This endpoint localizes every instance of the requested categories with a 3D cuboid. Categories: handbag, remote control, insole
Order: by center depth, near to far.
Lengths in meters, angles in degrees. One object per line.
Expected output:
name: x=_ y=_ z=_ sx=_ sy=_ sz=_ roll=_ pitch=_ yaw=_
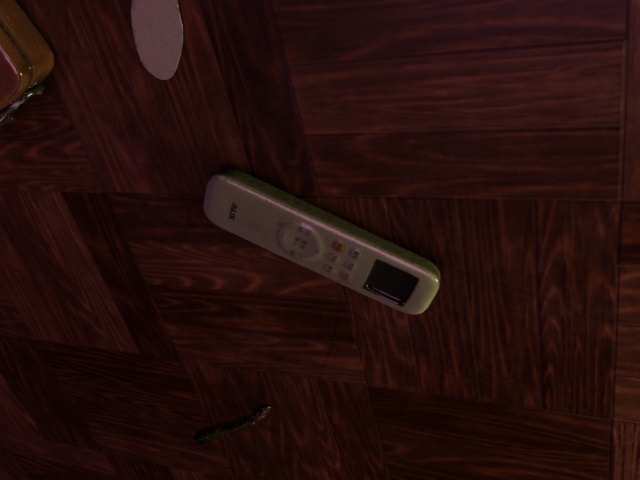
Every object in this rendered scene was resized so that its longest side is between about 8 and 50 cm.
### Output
insole: x=-0.176 y=-0.263 z=0.731 sx=0.065 sy=0.004 sz=0.197 roll=20 pitch=132 yaw=10
remote control: x=0.000 y=0.001 z=0.837 sx=0.309 sy=0.038 sz=0.090 roll=26 pitch=133 yaw=4
handbag: x=-0.428 y=-0.220 z=0.844 sx=0.193 sy=0.072 sz=0.151 roll=-21 pitch=115 yaw=35

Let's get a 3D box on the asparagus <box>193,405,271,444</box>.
asparagus: x=-0.157 y=0.327 z=1.191 sx=0.022 sy=0.023 sz=0.232 roll=6 pitch=152 yaw=-43
